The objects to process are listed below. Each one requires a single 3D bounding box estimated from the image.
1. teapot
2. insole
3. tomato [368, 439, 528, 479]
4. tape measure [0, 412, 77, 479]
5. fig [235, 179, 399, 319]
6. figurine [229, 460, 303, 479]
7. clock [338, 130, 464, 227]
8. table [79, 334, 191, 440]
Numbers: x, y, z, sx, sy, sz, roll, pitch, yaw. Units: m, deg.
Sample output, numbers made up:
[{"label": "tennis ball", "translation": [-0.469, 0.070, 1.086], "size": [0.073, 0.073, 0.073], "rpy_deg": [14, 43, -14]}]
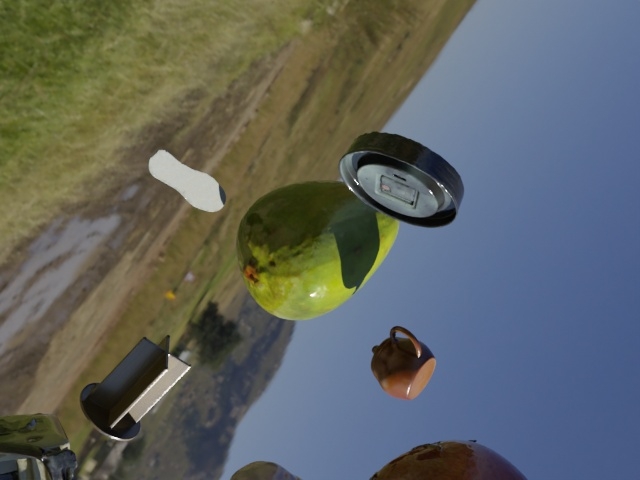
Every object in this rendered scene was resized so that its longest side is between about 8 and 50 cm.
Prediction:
[{"label": "teapot", "translation": [0.137, 0.214, 1.526], "size": [0.116, 0.116, 0.173], "rpy_deg": [-59, 161, -45]}, {"label": "insole", "translation": [-0.239, -0.104, 1.562], "size": [0.004, 0.197, 0.065], "rpy_deg": [10, -105, 41]}, {"label": "tomato", "translation": [0.138, 0.363, 0.973], "size": [0.264, 0.265, 0.265], "rpy_deg": [-55, -176, 6]}, {"label": "tape measure", "translation": [-0.468, 0.313, 1.199], "size": [0.271, 0.232, 0.132], "rpy_deg": [-176, -99, -66]}, {"label": "fig", "translation": [0.000, 0.000, 1.656], "size": [0.326, 0.258, 0.258], "rpy_deg": [-30, 175, -19]}, {"label": "figurine", "translation": [-0.070, 0.383, 1.259], "size": [0.137, 0.229, 0.111], "rpy_deg": [-20, -124, 24]}, {"label": "clock", "translation": [0.115, -0.085, 1.223], "size": [0.040, 0.185, 0.184], "rpy_deg": [-62, -174, -21]}, {"label": "table", "translation": [-0.421, 0.329, 1.999], "size": [0.226, 0.167, 0.167], "rpy_deg": [-46, -173, 17]}]
